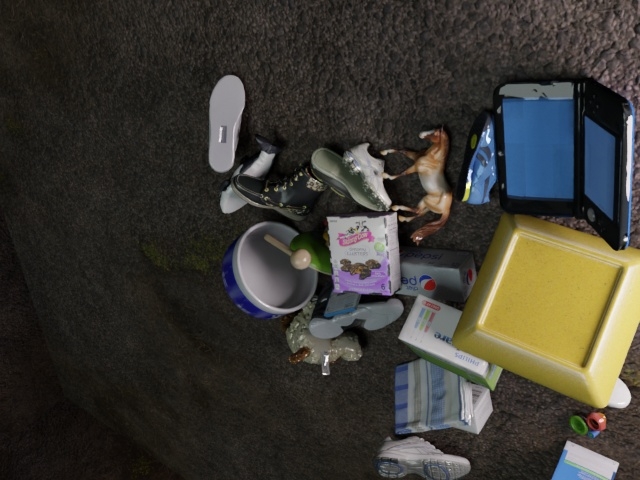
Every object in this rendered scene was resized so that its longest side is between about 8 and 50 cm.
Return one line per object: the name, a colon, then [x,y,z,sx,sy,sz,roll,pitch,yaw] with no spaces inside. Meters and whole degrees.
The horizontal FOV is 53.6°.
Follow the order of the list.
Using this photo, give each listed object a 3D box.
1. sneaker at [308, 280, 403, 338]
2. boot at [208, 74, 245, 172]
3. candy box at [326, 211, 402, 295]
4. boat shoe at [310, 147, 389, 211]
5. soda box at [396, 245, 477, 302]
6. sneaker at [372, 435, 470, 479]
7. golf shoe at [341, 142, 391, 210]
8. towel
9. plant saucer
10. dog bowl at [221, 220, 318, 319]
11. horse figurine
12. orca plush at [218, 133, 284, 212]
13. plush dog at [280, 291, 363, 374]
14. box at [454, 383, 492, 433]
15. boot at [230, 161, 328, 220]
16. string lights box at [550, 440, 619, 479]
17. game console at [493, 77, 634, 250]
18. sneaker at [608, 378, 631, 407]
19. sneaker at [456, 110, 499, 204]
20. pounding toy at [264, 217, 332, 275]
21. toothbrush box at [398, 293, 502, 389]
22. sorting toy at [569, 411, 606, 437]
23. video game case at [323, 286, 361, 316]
sneaker: [0.093,0.176,1.786,0.268,0.153,0.101,-15,134,8]
boot: [-0.265,-0.319,1.723,0.095,0.123,0.258,9,101,-14]
candy box: [0.108,0.030,1.565,0.164,0.070,0.196,0,101,32]
boat shoe: [0.072,-0.146,1.590,0.227,0.081,0.069,37,161,2]
soda box: [0.243,0.078,1.599,0.286,0.091,0.098,4,120,37]
sneaker: [0.314,0.665,1.960,0.297,0.129,0.111,4,122,15]
golf shoe: [0.131,-0.157,1.522,0.176,0.086,0.069,55,171,-1]
towel: [0.301,0.415,1.737,0.034,0.209,0.285,20,150,-30]
plant saucer: [0.472,0.123,1.297,0.332,0.333,0.081,21,174,27]
dog bowl: [-0.141,0.085,1.789,0.265,0.265,0.104,53,140,-5]
horse figurine: [0.238,-0.127,1.464,0.174,0.066,0.263,-9,106,29]
orca plush: [-0.214,-0.201,1.766,0.102,0.151,0.287,66,148,28]
plush dog: [-0.028,0.310,1.940,0.262,0.210,0.225,48,161,0]
box: [0.403,0.455,1.735,0.102,0.101,0.087,5,123,38]
boot: [-0.098,-0.154,1.668,0.236,0.085,0.178,23,139,-22]
string lights box: [0.631,0.634,1.562,0.133,0.259,0.077,20,130,28]
game console: [0.454,-0.143,1.206,0.173,0.250,0.293,-11,118,3]
sneaker: [0.626,0.349,1.509,0.212,0.080,0.094,20,143,36]
sneaker: [0.354,-0.175,1.357,0.082,0.069,0.209,4,118,-5]
pounding toy: [0.000,0.000,1.672,0.183,0.236,0.110,43,117,42]
toothbrush box: [0.331,0.251,1.527,0.206,0.122,0.283,21,170,27]
sorting toy: [0.670,0.451,1.567,0.061,0.042,0.102,63,150,6]
video game case: [0.075,0.127,1.722,0.015,0.166,0.119,38,143,-26]
